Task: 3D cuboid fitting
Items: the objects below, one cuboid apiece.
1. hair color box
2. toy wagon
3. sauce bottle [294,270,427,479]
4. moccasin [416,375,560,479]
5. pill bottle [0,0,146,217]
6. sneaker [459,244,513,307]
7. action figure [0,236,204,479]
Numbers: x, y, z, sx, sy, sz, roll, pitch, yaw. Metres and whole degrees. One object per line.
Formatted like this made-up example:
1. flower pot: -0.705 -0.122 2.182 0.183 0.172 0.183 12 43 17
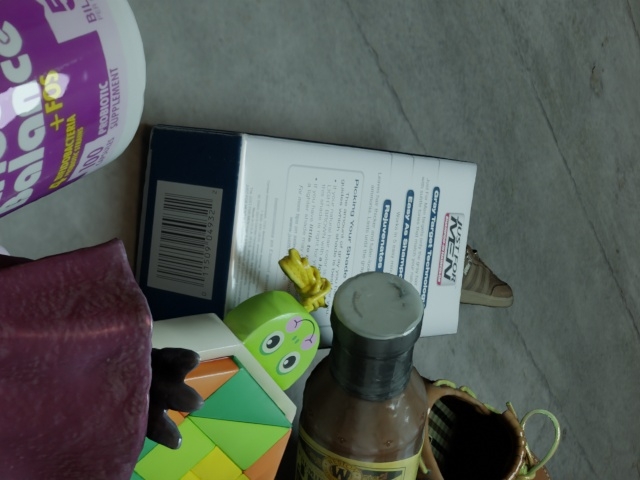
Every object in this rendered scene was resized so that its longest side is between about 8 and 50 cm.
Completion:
1. hair color box: 0.000 0.000 1.003 0.347 0.105 0.174 1 97 -52
2. toy wagon: -0.116 0.145 0.797 0.344 0.068 0.267 -41 143 -7
3. sauce bottle: 0.032 0.166 0.971 0.111 0.111 0.344 -47 153 -37
4. moccasin: 0.165 0.228 1.216 0.380 0.147 0.139 46 59 -45
5. pill bottle: -0.252 -0.067 0.619 0.301 0.169 0.169 -35 121 -44
6. sneaker: 0.160 0.034 1.248 0.188 0.066 0.071 10 86 -53
7. action figure: -0.246 0.041 0.433 0.370 0.276 0.248 10 111 -33
